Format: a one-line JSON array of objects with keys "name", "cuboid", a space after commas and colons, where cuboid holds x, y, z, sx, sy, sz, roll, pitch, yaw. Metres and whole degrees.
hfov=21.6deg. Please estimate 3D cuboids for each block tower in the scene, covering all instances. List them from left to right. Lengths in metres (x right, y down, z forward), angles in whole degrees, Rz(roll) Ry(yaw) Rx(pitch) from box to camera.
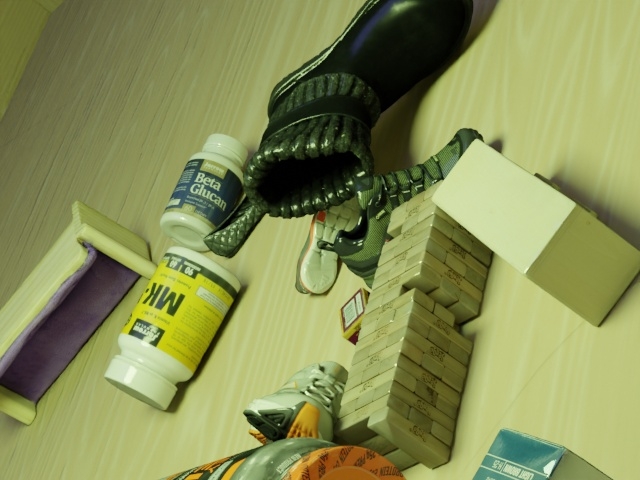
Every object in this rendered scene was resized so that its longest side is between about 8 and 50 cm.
[{"name": "block tower", "cuboid": [0.106, 0.088, 1.797, 0.097, 0.091, 0.335, -33, 31, 44]}]

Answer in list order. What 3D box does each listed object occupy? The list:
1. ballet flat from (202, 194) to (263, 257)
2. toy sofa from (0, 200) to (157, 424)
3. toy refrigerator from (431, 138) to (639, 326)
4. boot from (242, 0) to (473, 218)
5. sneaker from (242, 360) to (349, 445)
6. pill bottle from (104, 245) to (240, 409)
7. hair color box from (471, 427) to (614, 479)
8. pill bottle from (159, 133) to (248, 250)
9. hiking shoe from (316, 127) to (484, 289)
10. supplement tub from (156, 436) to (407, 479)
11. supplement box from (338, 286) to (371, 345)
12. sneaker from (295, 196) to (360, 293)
[{"name": "ballet flat", "cuboid": [-0.108, -0.053, 2.468, 0.173, 0.049, 0.057, -57, 23, -4]}, {"name": "toy sofa", "cuboid": [-0.433, 0.132, 2.736, 0.362, 0.150, 0.177, -49, 28, 15]}, {"name": "toy refrigerator", "cuboid": [0.218, -0.017, 1.702, 0.094, 0.102, 0.269, -54, 22, 4]}, {"name": "boot", "cuboid": [0.055, -0.185, 2.153, 0.348, 0.131, 0.260, -41, 16, 22]}, {"name": "sneaker", "cuboid": [-0.014, 0.177, 1.831, 0.121, 0.099, 0.262, -51, -1, -11]}, {"name": "pill bottle", "cuboid": [-0.209, 0.123, 2.340, 0.119, 0.119, 0.208, -2, 57, 63]}, {"name": "hair color box", "cuboid": [0.138, 0.338, 1.281, 0.347, 0.174, 0.105, -59, 22, -10]}, {"name": "pill bottle", "cuboid": [-0.173, -0.077, 2.572, 0.094, 0.094, 0.169, -21, 41, 54]}, {"name": "hiking shoe", "cuboid": [0.099, -0.050, 1.966, 0.227, 0.114, 0.086, -52, 23, 8]}, {"name": "supplement tub", "cuboid": [-0.061, 0.313, 1.670, 0.338, 0.207, 0.207, -25, 37, 50]}, {"name": "supplement box", "cuboid": [0.065, 0.100, 1.868, 0.043, 0.083, 0.055, -46, 24, 20]}, {"name": "sneaker", "cuboid": [0.000, 0.000, 2.173, 0.065, 0.061, 0.158, -28, 34, 59]}]
